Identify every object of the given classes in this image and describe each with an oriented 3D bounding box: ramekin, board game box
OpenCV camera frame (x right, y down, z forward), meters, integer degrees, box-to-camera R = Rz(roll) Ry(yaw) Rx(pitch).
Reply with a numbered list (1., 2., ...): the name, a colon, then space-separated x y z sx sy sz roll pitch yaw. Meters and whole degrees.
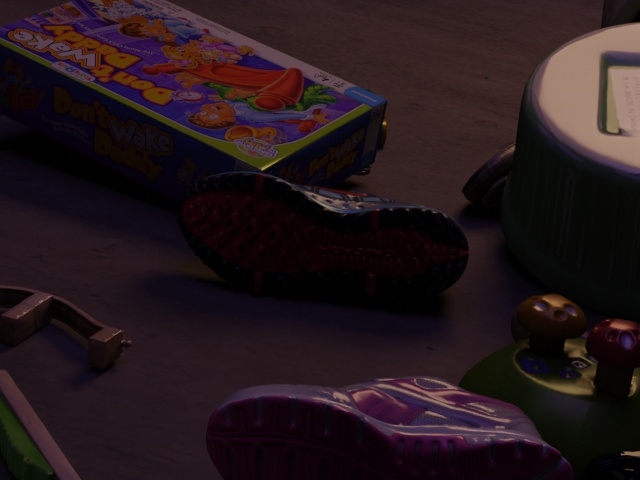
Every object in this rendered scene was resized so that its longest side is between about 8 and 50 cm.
1. ramekin: 0.322 -0.076 1.686 0.303 0.148 0.303 -2 39 1
2. board game box: -0.141 -0.142 1.828 0.347 0.078 0.233 26 33 22

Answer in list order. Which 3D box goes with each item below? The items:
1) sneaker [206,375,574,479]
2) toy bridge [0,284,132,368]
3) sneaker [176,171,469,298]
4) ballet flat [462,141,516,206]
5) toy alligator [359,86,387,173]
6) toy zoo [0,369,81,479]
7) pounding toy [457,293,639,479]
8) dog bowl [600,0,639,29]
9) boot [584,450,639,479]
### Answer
1. sneaker: 0.044 0.147 1.259 0.252 0.103 0.111 11 18 -7
2. toy bridge: -0.236 0.062 1.457 0.188 0.026 0.063 14 23 19
3. sneaker: 0.000 0.000 1.624 0.261 0.104 0.125 12 5 1
4. ballet flat: 0.239 -0.072 1.882 0.250 0.084 0.058 -16 67 -49
5. toy alligator: 0.045 -0.129 1.970 0.056 0.051 0.190 6 22 -3
6. toy zoo: -0.321 0.156 1.198 0.293 0.030 0.192 -4 25 -27
7. pounding toy: 0.209 0.090 1.415 0.183 0.110 0.237 15 24 17
8. dog bowl: 0.448 -0.178 1.861 0.348 0.349 0.102 13 36 14
9. boot: 0.255 0.185 1.286 0.121 0.045 0.099 -5 24 -15
